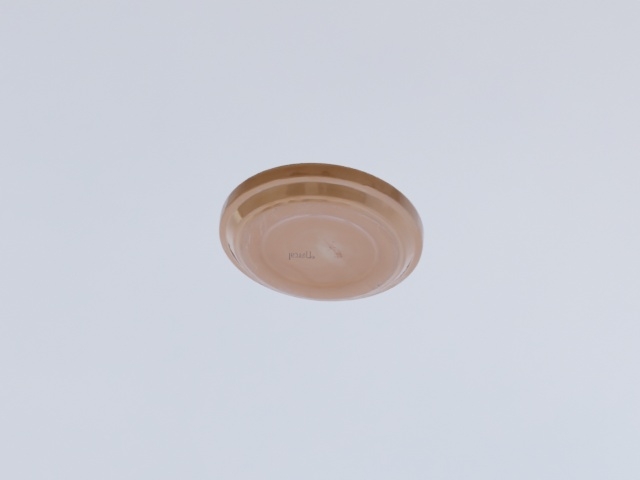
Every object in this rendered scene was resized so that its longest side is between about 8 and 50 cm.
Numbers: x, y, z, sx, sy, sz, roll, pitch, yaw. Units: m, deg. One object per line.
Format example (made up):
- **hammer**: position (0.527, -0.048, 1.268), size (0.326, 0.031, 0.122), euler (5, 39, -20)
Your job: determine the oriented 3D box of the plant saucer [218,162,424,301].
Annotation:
- **plant saucer**: position (0.000, 0.000, 0.769), size (0.083, 0.083, 0.013), euler (-11, -131, 21)
